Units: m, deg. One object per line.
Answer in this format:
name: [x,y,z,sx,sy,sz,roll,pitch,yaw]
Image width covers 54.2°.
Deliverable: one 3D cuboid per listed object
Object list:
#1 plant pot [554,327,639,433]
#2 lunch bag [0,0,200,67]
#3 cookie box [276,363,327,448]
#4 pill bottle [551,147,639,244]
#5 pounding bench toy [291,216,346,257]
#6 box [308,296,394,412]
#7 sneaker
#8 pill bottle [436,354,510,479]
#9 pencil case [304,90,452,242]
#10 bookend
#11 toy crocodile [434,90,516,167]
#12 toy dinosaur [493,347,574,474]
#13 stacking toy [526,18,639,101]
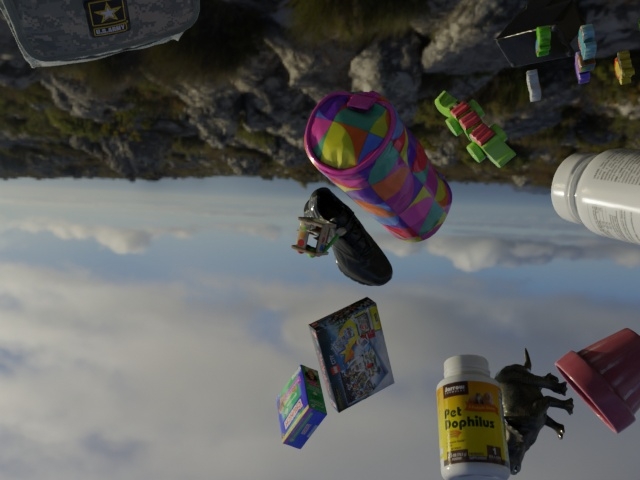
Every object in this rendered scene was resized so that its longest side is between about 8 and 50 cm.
plant pot: [0.672,0.304,1.427,0.180,0.201,0.201,-41,179,4]
lunch bag: [-0.299,-0.334,0.832,0.236,0.168,0.287,-19,-167,-17]
cookie box: [-0.034,0.285,1.078,0.040,0.091,0.107,24,-157,-23]
pill bottle: [0.548,-0.074,1.068,0.161,0.160,0.283,1,-169,-26]
pounding bench toy: [0.000,0.000,1.102,0.083,0.065,0.052,18,-170,26]
box: [0.076,0.266,1.456,0.159,0.232,0.044,-23,-155,-19]
sneaker: [0.064,-0.009,1.487,0.109,0.286,0.130,-40,168,-18]
pill bottle: [0.270,0.320,1.125,0.118,0.214,0.117,2,146,1]
pencil case: [0.072,-0.075,0.680,0.105,0.104,0.236,4,167,26]
bookend: [0.451,-0.423,1.209,0.072,0.157,0.156,47,164,-23]
toy crocodile: [0.482,-0.353,1.958,0.115,0.340,0.105,-37,144,10]
toy dinosaur: [0.424,0.322,1.303,0.161,0.120,0.313,7,-135,5]
stacking toy: [0.424,-0.301,1.002,0.167,0.052,0.221,-9,165,13]
